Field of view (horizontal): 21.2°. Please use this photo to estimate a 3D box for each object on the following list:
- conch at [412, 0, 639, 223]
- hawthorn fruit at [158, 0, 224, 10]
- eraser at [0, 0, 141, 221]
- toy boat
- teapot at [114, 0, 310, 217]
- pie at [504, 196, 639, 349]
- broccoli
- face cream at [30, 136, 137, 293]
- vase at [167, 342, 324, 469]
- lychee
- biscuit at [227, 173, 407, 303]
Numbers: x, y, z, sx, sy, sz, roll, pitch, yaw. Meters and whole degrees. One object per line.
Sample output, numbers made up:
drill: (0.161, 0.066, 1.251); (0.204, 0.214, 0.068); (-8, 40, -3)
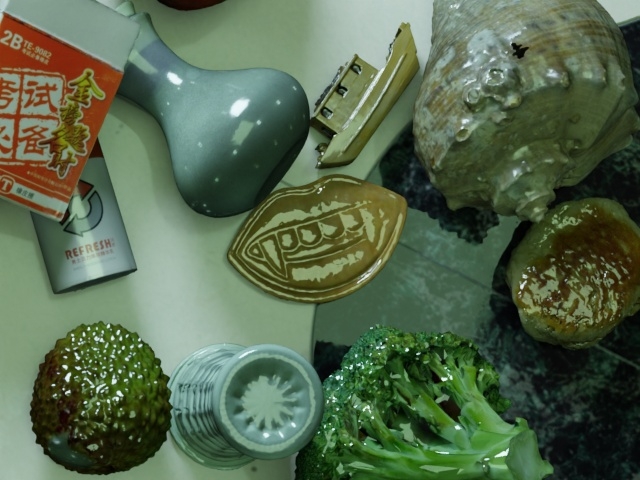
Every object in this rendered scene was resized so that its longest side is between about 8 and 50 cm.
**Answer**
conch: (0.248, -0.193, 1.951); (0.297, 0.210, 0.352); (-1, 86, -26)
hawthorn fruit: (-0.131, -0.382, 1.896); (0.261, 0.224, 0.224); (-38, 92, -36)
eraser: (-0.295, -0.153, 1.769); (0.157, 0.038, 0.230); (24, 87, -37)
toy boat: (0.047, -0.169, 1.975); (0.077, 0.057, 0.200); (35, 78, 1)
teapot: (-0.143, -0.150, 1.882); (0.251, 0.183, 0.183); (37, 78, 5)
pie: (0.304, 0.038, 1.994); (0.163, 0.079, 0.193); (41, 77, -1)
broccoli: (0.113, 0.232, 1.833); (0.308, 0.275, 0.308); (16, 70, -50)
face cream: (-0.276, -0.055, 1.874); (0.096, 0.096, 0.214); (-16, 87, -13)
vase: (-0.079, 0.171, 1.785); (0.143, 0.299, 0.143); (1, 83, -11)
lychee: (-0.233, 0.169, 1.832); (0.171, 0.171, 0.171); (1, 83, -11)
biscuit: (0.000, 0.000, 1.959); (0.220, 0.029, 0.142); (-14, 87, -13)
